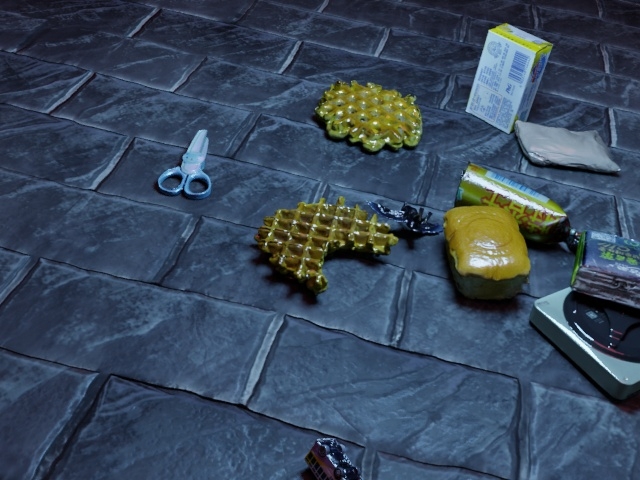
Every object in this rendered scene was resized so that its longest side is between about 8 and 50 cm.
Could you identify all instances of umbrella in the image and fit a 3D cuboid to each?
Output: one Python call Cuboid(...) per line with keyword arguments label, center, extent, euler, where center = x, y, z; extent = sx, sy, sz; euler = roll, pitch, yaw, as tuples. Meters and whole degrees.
Cuboid(label="umbrella", center=(0.601, -0.005, 1.847), extent=(0.037, 0.040, 0.144), euler=(-3, 41, -28))

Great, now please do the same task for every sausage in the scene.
Cuboid(label="sausage", center=(0.469, -0.066, 1.838), extent=(0.318, 0.125, 0.117), euler=(28, 39, 17))

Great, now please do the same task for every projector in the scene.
Cuboid(label="projector", center=(0.608, 0.180, 1.591), extent=(0.257, 0.079, 0.259), euler=(-16, 43, -29))

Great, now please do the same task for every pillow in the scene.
Cuboid(label="pillow", center=(0.683, -0.262, 2.154), extent=(0.271, 0.067, 0.173), euler=(6, 45, -4))

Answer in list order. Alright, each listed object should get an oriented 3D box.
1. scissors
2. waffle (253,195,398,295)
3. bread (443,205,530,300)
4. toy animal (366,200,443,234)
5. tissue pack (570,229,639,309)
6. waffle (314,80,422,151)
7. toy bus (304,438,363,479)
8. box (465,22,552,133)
Cuboid(label="scissors", center=(-0.312, -0.190, 1.894), extent=(0.125, 0.030, 0.256), euler=(8, 42, 0))
Cuboid(label="waffle", center=(0.000, 0.000, 1.702), extent=(0.293, 0.069, 0.260), euler=(-23, 45, -34))
Cuboid(label="bread", center=(0.360, 0.022, 1.703), extent=(0.174, 0.121, 0.245), euler=(6, 41, -5))
Cuboid(label="toy animal", center=(0.209, -0.051, 1.782), extent=(0.220, 0.062, 0.108), euler=(16, 4, -28))
Cuboid(label="tissue pack", center=(0.632, 0.057, 1.651), extent=(0.174, 0.073, 0.235), euler=(15, 25, 15))
Cuboid(label="waffle", center=(0.135, -0.351, 2.152), extent=(0.302, 0.068, 0.324), euler=(9, 38, -1))
Cuboid(label="toy bus", center=(0.023, 0.375, 1.253), extent=(0.052, 0.058, 0.102), euler=(12, 29, -46))
Cuboid(label="box", center=(0.534, -0.462, 2.212), extent=(0.168, 0.265, 0.097), euler=(35, 44, 31))
